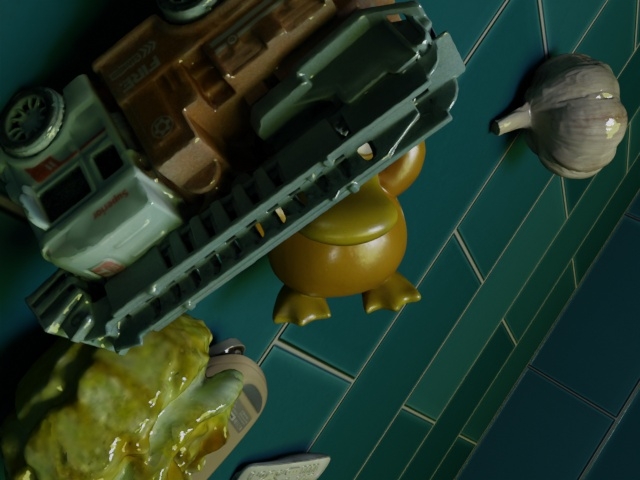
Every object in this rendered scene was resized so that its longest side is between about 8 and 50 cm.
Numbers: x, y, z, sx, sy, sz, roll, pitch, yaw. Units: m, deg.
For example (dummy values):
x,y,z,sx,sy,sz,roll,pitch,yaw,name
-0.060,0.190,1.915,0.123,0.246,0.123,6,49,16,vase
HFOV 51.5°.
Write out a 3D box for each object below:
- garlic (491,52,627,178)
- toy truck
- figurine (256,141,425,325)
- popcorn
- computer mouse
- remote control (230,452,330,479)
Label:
x,y,z,sx,sy,sz,roll,pitch,yaw,name
0.394,-0.214,1.142,0.212,0.218,0.218,-5,132,-5,garlic
-0.079,-0.065,0.464,0.338,0.184,0.133,-37,150,7,toy truck
0.013,-0.038,0.692,0.215,0.215,0.228,-43,154,-25,figurine
-0.176,0.161,0.590,0.221,0.184,0.204,-61,166,-23,popcorn
-0.158,0.219,0.757,0.236,0.082,0.145,-49,148,-20,computer mouse
-0.063,0.377,1.084,0.229,0.044,0.073,16,113,-51,remote control
